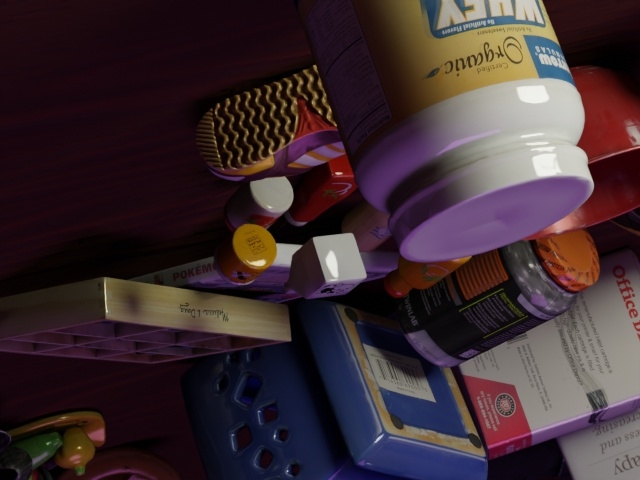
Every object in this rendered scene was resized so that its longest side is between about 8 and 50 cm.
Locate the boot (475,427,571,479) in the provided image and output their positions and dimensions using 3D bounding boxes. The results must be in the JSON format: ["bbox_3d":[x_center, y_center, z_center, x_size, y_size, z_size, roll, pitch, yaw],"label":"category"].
[{"bbox_3d":[0.299,0.310,2.676,0.445,0.146,0.367,-2,155,-32],"label":"boot"}]

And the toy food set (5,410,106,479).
[{"bbox_3d":[-0.339,0.259,1.948,0.218,0.071,0.128,-19,163,4],"label":"toy food set"}]

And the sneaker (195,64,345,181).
[{"bbox_3d":[0.002,-0.090,1.260,0.185,0.069,0.084,-13,172,2],"label":"sneaker"}]

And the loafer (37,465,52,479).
[{"bbox_3d":[-0.417,0.339,2.086,0.084,0.096,0.267,6,153,-41],"label":"loafer"}]

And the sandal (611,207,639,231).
[{"bbox_3d":[0.337,-0.042,1.660,0.219,0.060,0.090,20,159,-14],"label":"sandal"}]

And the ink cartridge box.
[{"bbox_3d":[0.277,0.132,2.022,0.237,0.172,0.100,-19,163,0],"label":"ink cartridge box"}]

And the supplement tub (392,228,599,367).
[{"bbox_3d":[0.176,0.041,1.735,0.190,0.117,0.117,-29,160,33],"label":"supplement tub"}]

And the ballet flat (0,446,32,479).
[{"bbox_3d":[-0.391,0.266,1.875,0.173,0.057,0.049,-25,-179,9],"label":"ballet flat"}]

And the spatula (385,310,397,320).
[{"bbox_3d":[0.011,0.118,1.941,0.296,0.030,0.084,-21,156,11],"label":"spatula"}]

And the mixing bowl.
[{"bbox_3d":[0.213,-0.081,1.430,0.181,0.098,0.181,-16,163,-5],"label":"mixing bowl"}]

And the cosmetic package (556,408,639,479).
[{"bbox_3d":[0.504,0.268,2.235,0.329,0.394,0.327,-24,171,13],"label":"cosmetic package"}]

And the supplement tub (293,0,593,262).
[{"bbox_3d":[0.074,-0.101,1.055,0.144,0.200,0.144,-17,163,-5],"label":"supplement tub"}]

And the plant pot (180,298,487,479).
[{"bbox_3d":[0.024,0.201,1.833,0.236,0.236,0.212,19,130,-43],"label":"plant pot"}]

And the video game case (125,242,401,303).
[{"bbox_3d":[-0.051,0.032,1.571,0.183,0.023,0.201,-15,169,38],"label":"video game case"}]

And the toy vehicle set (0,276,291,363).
[{"bbox_3d":[-0.169,0.075,1.543,0.166,0.035,0.267,-12,167,32],"label":"toy vehicle set"}]

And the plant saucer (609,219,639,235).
[{"bbox_3d":[0.492,-0.088,1.729,0.332,0.081,0.333,-10,161,-23],"label":"plant saucer"}]

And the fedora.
[{"bbox_3d":[-0.261,0.337,2.186,0.194,0.194,0.079,-17,-163,-6],"label":"fedora"}]

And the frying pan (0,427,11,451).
[{"bbox_3d":[-0.442,0.208,1.716,0.197,0.053,0.326,-25,162,20],"label":"frying pan"}]

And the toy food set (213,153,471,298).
[{"bbox_3d":[0.000,0.000,1.437,0.232,0.111,0.104,-7,159,-33],"label":"toy food set"}]
